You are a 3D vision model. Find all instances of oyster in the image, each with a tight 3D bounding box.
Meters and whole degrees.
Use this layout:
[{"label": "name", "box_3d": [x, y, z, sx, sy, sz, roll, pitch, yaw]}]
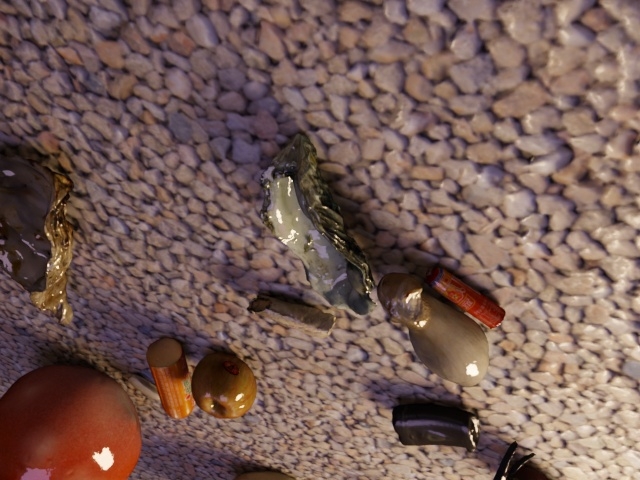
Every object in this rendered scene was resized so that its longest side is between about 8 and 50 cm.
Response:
[{"label": "oyster", "box_3d": [-0.479, -0.014, 1.169, 0.204, 0.111, 0.396, 38, 141, 9]}, {"label": "oyster", "box_3d": [-0.002, 0.002, 0.959, 0.252, 0.087, 0.199, 51, 157, -4]}]

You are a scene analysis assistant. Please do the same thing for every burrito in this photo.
[{"label": "burrito", "box_3d": [-0.048, 0.118, 1.142, 0.149, 0.041, 0.055, 17, 153, 8]}]

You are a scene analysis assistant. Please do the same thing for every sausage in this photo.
[{"label": "sausage", "box_3d": [0.196, 0.075, 0.990, 0.129, 0.034, 0.034, 34, 139, -13]}, {"label": "sausage", "box_3d": [-0.289, 0.285, 1.416, 0.071, 0.071, 0.234, 13, 139, 12]}]

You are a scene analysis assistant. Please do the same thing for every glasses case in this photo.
[{"label": "glasses case", "box_3d": [-0.371, 0.311, 1.519, 0.083, 0.021, 0.032, 41, 137, -21]}]

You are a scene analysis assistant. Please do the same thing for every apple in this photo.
[{"label": "apple", "box_3d": [-0.180, 0.271, 1.324, 0.126, 0.102, 0.126, 14, 139, 12]}]

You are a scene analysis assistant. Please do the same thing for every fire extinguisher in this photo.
[{"label": "fire extinguisher", "box_3d": [0.418, 0.497, 1.301, 0.337, 0.135, 0.114, 40, 179, -21]}]

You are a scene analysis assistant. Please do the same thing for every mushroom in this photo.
[{"label": "mushroom", "box_3d": [0.159, 0.129, 1.003, 0.116, 0.093, 0.225, 16, 162, 44]}]

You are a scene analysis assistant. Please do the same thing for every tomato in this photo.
[{"label": "tomato", "box_3d": [-0.532, 0.410, 1.508, 0.321, 0.321, 0.321, 13, 139, 11]}]

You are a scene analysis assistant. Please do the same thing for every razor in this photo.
[{"label": "razor", "box_3d": [0.201, 0.322, 1.242, 0.148, 0.054, 0.090, -3, 134, 26]}]

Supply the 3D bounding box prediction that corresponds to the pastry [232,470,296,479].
[{"label": "pastry", "box_3d": [-0.125, 0.654, 1.674, 0.264, 0.133, 0.265, 10, 129, 13]}]
